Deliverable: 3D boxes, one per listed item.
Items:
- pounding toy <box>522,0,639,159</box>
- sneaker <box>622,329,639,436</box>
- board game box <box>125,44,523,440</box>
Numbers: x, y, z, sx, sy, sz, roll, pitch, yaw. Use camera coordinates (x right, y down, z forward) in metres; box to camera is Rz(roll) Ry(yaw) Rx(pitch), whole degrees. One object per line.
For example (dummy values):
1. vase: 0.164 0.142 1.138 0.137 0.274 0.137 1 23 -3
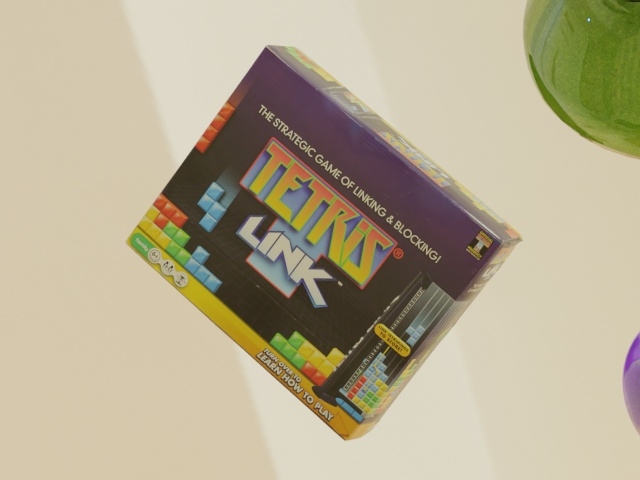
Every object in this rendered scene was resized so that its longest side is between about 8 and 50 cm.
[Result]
1. pounding toy: 0.191 -0.131 0.789 0.237 0.183 0.110 7 -37 28
2. sneaker: 0.209 0.056 0.908 0.146 0.293 0.102 -8 -86 43
3. board game box: 0.000 0.000 1.001 0.170 0.048 0.141 40 -73 14
